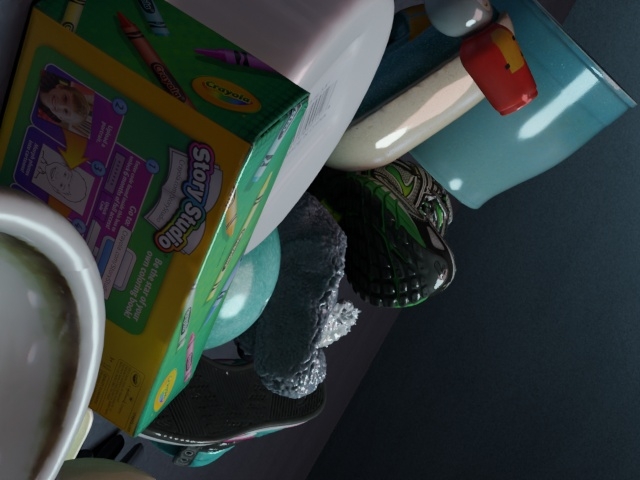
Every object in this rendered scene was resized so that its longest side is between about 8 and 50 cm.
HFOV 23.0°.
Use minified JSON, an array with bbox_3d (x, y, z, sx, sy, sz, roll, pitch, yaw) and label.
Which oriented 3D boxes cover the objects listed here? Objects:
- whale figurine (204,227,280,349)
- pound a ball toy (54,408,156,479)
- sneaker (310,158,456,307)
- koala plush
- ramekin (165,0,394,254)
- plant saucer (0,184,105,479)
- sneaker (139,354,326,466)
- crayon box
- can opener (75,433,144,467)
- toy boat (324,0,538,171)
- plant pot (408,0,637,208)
[{"bbox_3d":[-0.089,0.005,1.414,0.216,0.141,0.272,-62,170,21],"label":"whale figurine"},{"bbox_3d":[-0.267,0.249,1.226,0.319,0.135,0.208,-60,-154,15],"label":"pound a ball toy"},{"bbox_3d":[0.088,-0.032,1.751,0.343,0.146,0.134,-121,-154,-65],"label":"sneaker"},{"bbox_3d":[-0.048,0.055,1.659,0.221,0.196,0.203,55,57,-75],"label":"koala plush"},{"bbox_3d":[-0.061,-0.117,1.187,0.277,0.135,0.277,-54,170,-14],"label":"ramekin"},{"bbox_3d":[-0.286,0.120,0.801,0.400,0.100,0.400,-41,154,-25],"label":"plant saucer"},{"bbox_3d":[-0.155,0.181,1.731,0.295,0.124,0.178,4,158,-45],"label":"sneaker"},{"bbox_3d":[-0.134,-0.020,1.046,0.081,0.165,0.278,-45,165,-51],"label":"crayon box"},{"bbox_3d":[-0.237,0.257,1.714,0.073,0.059,0.186,-61,169,18],"label":"can opener"},{"bbox_3d":[0.110,-0.188,1.619,0.267,0.148,0.318,-36,-170,-19],"label":"toy boat"},{"bbox_3d":[0.235,-0.188,2.094,0.255,0.271,0.271,-45,173,12],"label":"plant pot"}]
